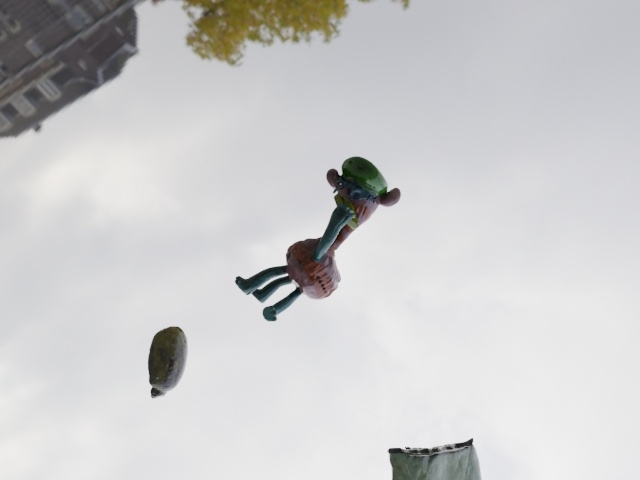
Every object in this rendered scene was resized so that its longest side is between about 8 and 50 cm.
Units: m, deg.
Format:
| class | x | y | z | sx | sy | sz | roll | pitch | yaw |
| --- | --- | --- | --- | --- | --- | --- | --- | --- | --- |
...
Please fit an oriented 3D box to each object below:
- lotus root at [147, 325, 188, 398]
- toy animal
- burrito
| class | x | y | z | sx | sy | sz | roll | pitch | yaw |
| --- | --- | --- | --- | --- | --- | --- | --- | --- | --- |
| lotus root | -0.200 | 0.160 | 1.105 | 0.054 | 0.049 | 0.099 | 169 | -68 | -87 |
| toy animal | 0.000 | 0.000 | 0.934 | 0.208 | 0.100 | 0.103 | -45 | 174 | -3 |
| burrito | 0.074 | 0.173 | 0.486 | 0.044 | 0.074 | 0.118 | -14 | -98 | 37 |
